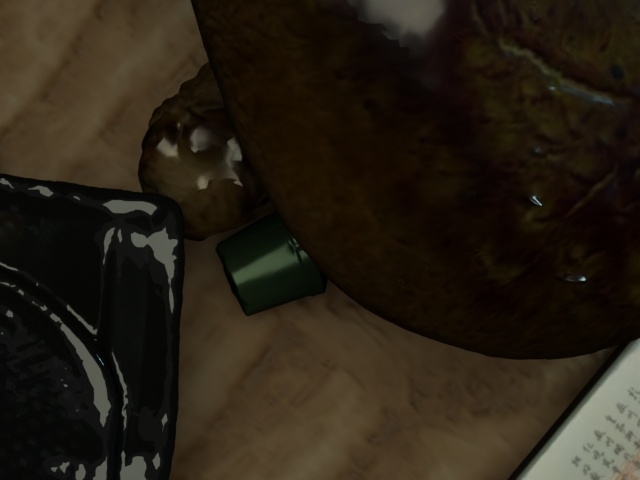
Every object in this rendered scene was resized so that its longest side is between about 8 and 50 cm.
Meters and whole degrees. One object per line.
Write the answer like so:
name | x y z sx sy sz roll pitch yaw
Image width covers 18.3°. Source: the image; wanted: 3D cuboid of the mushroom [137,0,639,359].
mushroom | 0.091 -0.114 0.920 0.345 0.345 0.239 -52 43 -4

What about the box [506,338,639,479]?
box | 0.196 0.152 0.985 0.201 0.058 0.141 41 86 6

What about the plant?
plant | 0.000 0.000 1.011 0.102 0.051 0.051 -26 84 -7

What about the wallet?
wallet | -0.184 0.122 0.939 0.247 0.041 0.323 7 101 10
